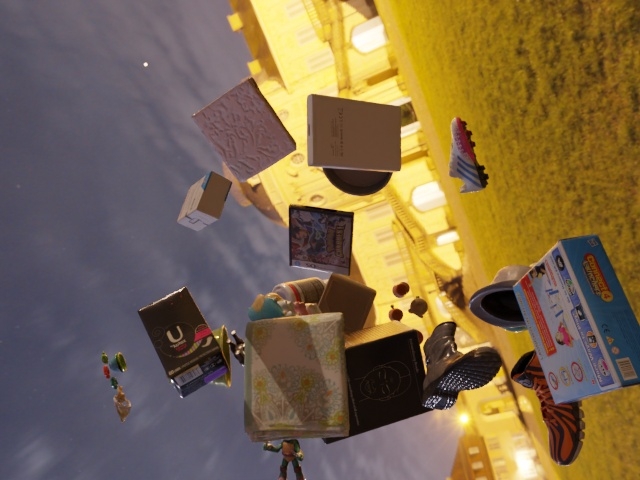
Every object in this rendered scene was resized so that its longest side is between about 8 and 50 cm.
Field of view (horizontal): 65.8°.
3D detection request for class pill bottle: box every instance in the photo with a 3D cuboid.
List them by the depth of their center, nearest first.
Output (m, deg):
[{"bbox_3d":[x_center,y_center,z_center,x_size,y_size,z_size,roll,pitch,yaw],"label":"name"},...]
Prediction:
[{"bbox_3d":[-0.068,0.277,2.432,0.319,0.176,0.176,-7,-103,-41],"label":"pill bottle"}]

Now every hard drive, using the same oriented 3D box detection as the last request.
[{"bbox_3d":[0.104,-0.311,1.459,0.308,0.040,0.202,-1,-89,-29],"label":"hard drive"}]

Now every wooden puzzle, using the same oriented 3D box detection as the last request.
[{"bbox_3d":[0.104,0.284,2.144,0.044,0.221,0.238,147,146,-78],"label":"wooden puzzle"}]

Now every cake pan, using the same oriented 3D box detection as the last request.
[{"bbox_3d":[0.146,-0.313,1.936,0.293,0.294,0.054,64,-150,-24],"label":"cake pan"}]

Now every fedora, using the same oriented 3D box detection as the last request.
[{"bbox_3d":[0.624,0.168,1.596,0.244,0.275,0.124,28,-124,-11],"label":"fedora"}]

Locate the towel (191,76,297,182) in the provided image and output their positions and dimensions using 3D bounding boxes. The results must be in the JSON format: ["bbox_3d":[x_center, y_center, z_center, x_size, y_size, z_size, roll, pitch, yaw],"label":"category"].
[{"bbox_3d":[-0.297,-0.425,1.946,0.331,0.317,0.053,55,-151,-18],"label":"towel"}]

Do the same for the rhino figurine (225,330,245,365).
[{"bbox_3d":[-0.315,0.483,2.068,0.243,0.073,0.106,37,155,48],"label":"rhino figurine"}]

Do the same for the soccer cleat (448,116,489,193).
[{"bbox_3d":[0.577,-0.338,2.038,0.331,0.143,0.116,62,-148,-19],"label":"soccer cleat"}]

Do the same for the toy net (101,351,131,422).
[{"bbox_3d":[-0.660,0.475,1.622,0.122,0.045,0.232,94,154,-63],"label":"toy net"}]

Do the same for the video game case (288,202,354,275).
[{"bbox_3d":[0.000,0.000,1.901,0.035,0.249,0.274,-63,-22,-55],"label":"video game case"}]

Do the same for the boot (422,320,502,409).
[{"bbox_3d":[0.374,0.317,1.401,0.118,0.338,0.222,19,-132,-12],"label":"boot"}]

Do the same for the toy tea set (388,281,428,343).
[{"bbox_3d":[0.411,0.370,2.401,0.124,0.200,0.335,96,-176,-78],"label":"toy tea set"}]

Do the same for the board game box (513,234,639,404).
[{"bbox_3d":[0.567,0.188,1.103,0.302,0.086,0.307,86,174,-66],"label":"board game box"}]

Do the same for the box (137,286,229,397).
[{"bbox_3d":[-0.413,0.301,1.494,0.270,0.165,0.143,49,157,34],"label":"box"}]

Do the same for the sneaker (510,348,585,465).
[{"bbox_3d":[0.610,0.433,1.356,0.124,0.180,0.320,116,167,-66],"label":"sneaker"}]

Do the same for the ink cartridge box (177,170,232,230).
[{"bbox_3d":[-0.395,-0.129,1.678,0.086,0.203,0.148,26,-113,-26],"label":"ink cartridge box"}]

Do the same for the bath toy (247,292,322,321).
[{"bbox_3d":[-0.123,0.279,1.876,0.348,0.129,0.151,24,-151,-58],"label":"bath toy"}]

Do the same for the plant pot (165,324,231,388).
[{"bbox_3d":[-0.535,0.523,2.162,0.276,0.254,0.275,173,90,-84],"label":"plant pot"}]

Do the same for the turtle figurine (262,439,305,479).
[{"bbox_3d":[-0.125,0.832,1.929,0.118,0.176,0.233,-11,-85,-57],"label":"turtle figurine"}]

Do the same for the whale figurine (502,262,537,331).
[{"bbox_3d":[0.735,0.209,1.771,0.141,0.272,0.216,39,177,-11],"label":"whale figurine"}]

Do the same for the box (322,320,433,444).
[{"bbox_3d":[0.150,0.479,1.728,0.212,0.396,0.293,-178,76,-78],"label":"box"}]

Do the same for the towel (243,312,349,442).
[{"bbox_3d":[-0.076,0.420,1.531,0.090,0.321,0.373,63,-158,-68],"label":"towel"}]
